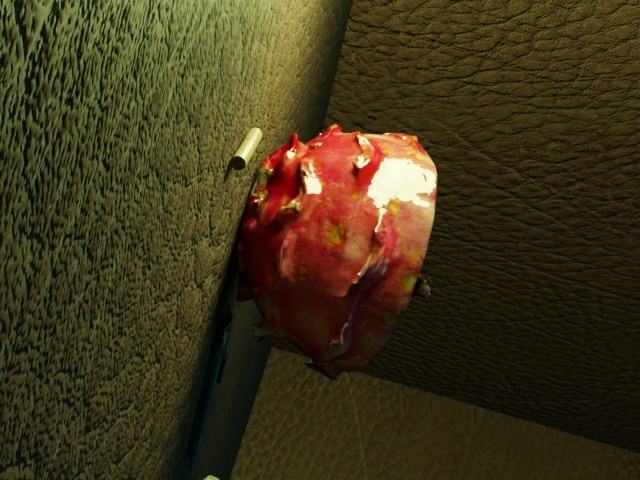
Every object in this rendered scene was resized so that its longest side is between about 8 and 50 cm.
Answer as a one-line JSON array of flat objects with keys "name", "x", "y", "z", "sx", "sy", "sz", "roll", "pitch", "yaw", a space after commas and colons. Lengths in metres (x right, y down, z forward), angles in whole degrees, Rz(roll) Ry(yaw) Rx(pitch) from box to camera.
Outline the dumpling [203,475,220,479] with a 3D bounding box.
[{"name": "dumpling", "x": -0.229, "y": 0.565, "z": 1.939, "sx": 0.155, "sy": 0.181, "sz": 0.111, "roll": -37, "pitch": -166, "yaw": -36}]

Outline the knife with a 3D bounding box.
[{"name": "knife", "x": -0.175, "y": 0.242, "z": 1.559, "sx": 0.044, "sy": 0.026, "sz": 0.296, "roll": -101, "pitch": -156, "yaw": -65}]

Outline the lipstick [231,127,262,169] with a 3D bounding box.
[{"name": "lipstick", "x": -0.085, "y": -0.107, "z": 1.136, "sx": 0.094, "sy": 0.019, "sz": 0.019, "roll": -73, "pitch": 179, "yaw": -63}]

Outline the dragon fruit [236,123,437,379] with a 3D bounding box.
[{"name": "dragon fruit", "x": 0.000, "y": 0.000, "z": 1.442, "sx": 0.371, "sy": 0.249, "sz": 0.386, "roll": -150, "pitch": -101, "yaw": -75}]
